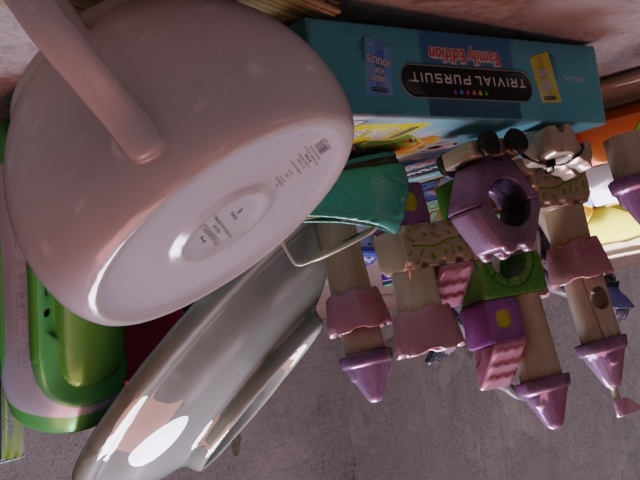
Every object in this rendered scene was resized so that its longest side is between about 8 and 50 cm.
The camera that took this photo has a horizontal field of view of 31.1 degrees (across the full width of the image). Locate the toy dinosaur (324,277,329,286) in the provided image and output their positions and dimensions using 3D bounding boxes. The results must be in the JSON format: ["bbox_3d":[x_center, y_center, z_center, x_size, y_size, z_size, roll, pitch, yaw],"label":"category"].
[{"bbox_3d":[0.000,0.000,1.500,0.121,0.160,0.313,-13,175,-41],"label":"toy dinosaur"}]

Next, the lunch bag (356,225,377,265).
[{"bbox_3d":[-0.075,0.012,1.756,0.303,0.115,0.243,-3,169,-22],"label":"lunch bag"}]

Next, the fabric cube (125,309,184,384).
[{"bbox_3d":[-0.267,0.076,1.544,0.254,0.259,0.258,3,169,-40],"label":"fabric cube"}]

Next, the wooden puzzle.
[{"bbox_3d":[0.308,-0.066,1.228,0.239,0.221,0.044,-11,-146,43],"label":"wooden puzzle"}]

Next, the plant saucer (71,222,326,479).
[{"bbox_3d":[-0.100,0.140,1.251,0.400,0.100,0.400,-50,175,-6],"label":"plant saucer"}]

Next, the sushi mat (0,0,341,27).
[{"bbox_3d":[-0.133,-0.171,0.771,0.151,0.019,0.316,-13,170,34],"label":"sushi mat"}]

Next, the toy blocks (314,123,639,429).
[{"bbox_3d":[0.189,0.059,1.101,0.289,0.260,0.309,-7,169,-32],"label":"toy blocks"}]

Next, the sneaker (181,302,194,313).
[{"bbox_3d":[-0.144,0.007,1.329,0.146,0.122,0.330,39,-179,1],"label":"sneaker"}]

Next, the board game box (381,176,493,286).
[{"bbox_3d":[0.161,-0.014,1.640,0.035,0.136,0.201,1,170,-41],"label":"board game box"}]

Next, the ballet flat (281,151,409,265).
[{"bbox_3d":[-0.045,-0.019,0.982,0.247,0.087,0.083,-7,175,1],"label":"ballet flat"}]

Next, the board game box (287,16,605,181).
[{"bbox_3d":[0.047,-0.111,1.028,0.336,0.079,0.254,-3,172,-39],"label":"board game box"}]

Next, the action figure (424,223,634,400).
[{"bbox_3d":[0.281,0.053,1.607,0.179,0.330,0.341,9,-162,-18],"label":"action figure"}]

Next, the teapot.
[{"bbox_3d":[-0.116,-0.078,0.765,0.252,0.187,0.256,-23,159,-43],"label":"teapot"}]

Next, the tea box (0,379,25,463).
[{"bbox_3d":[-0.440,0.078,1.194,0.220,0.329,0.323,-5,171,-7],"label":"tea box"}]

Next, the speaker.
[{"bbox_3d":[-0.247,0.032,1.095,0.131,0.296,0.131,4,-155,-2],"label":"speaker"}]
